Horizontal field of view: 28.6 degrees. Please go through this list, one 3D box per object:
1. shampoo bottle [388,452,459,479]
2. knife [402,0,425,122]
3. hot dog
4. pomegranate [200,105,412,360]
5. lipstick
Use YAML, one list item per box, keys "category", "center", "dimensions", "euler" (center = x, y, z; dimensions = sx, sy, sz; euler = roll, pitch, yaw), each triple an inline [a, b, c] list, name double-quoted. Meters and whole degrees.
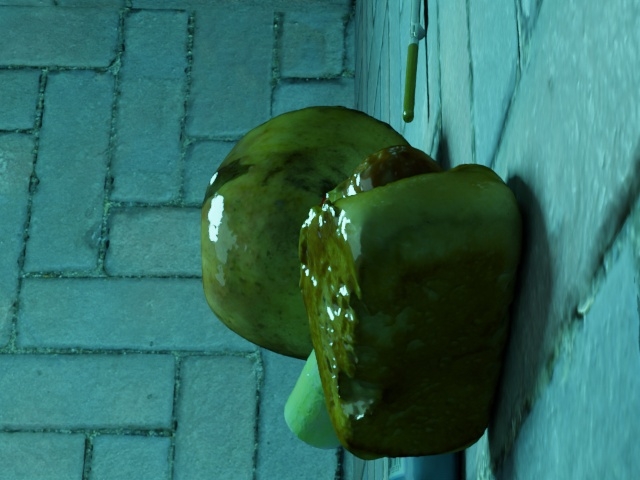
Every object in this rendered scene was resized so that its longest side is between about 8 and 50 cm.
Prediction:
- category: "shampoo bottle"
  center: [0.093, 0.114, 1.156]
  dimensions: [0.104, 0.061, 0.258]
  euler: [113, 159, -71]
- category: "knife"
  center: [0.116, -0.256, 1.514]
  dimensions: [0.046, 0.022, 0.256]
  euler: [79, -165, -61]
- category: "hot dog"
  center: [0.064, 0.032, 0.906]
  dimensions: [0.153, 0.150, 0.257]
  euler: [-104, 12, -45]
- category: "pomegranate"
  center: [0.000, 0.000, 1.334]
  dimensions: [0.281, 0.281, 0.281]
  euler: [-179, 90, -89]
- category: "lipstick"
  center: [0.047, 0.067, 1.094]
  dimensions: [0.076, 0.076, 0.304]
  euler: [-90, 20, -47]
